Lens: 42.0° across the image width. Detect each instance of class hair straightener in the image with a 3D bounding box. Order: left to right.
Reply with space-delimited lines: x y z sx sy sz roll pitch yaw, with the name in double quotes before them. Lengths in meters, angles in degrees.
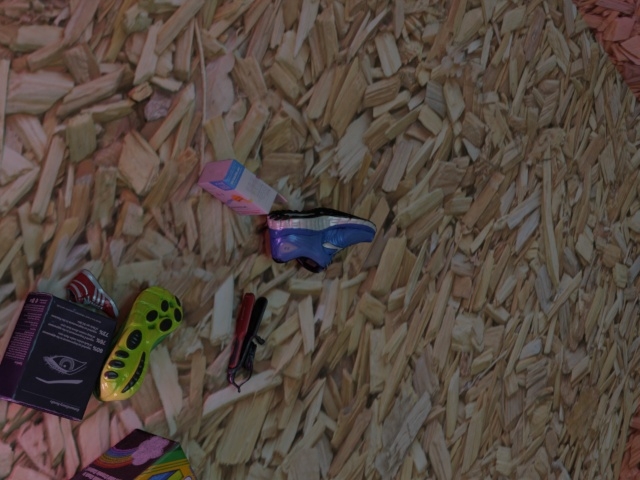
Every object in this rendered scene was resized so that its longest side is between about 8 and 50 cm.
"hair straightener" -0.159 0.241 1.941 0.089 0.047 0.230 19 77 -40

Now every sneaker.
"sneaker" -0.460 0.123 1.671 0.067 0.042 0.118 -48 112 -37
"sneaker" -0.383 0.206 1.702 0.109 0.124 0.295 45 42 -17
"sneaker" 0.000 0.000 2.060 0.330 0.130 0.147 -3 106 -39

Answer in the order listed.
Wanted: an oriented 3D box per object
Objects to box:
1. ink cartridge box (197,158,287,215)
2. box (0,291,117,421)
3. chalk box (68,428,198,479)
"ink cartridge box" -0.175 -0.109 1.893 0.181 0.104 0.061 37 66 -36
"box" -0.505 0.221 1.584 0.153 0.108 0.207 31 69 -38
"chalk box" -0.394 0.537 1.635 0.289 0.180 0.179 -36 113 -35
